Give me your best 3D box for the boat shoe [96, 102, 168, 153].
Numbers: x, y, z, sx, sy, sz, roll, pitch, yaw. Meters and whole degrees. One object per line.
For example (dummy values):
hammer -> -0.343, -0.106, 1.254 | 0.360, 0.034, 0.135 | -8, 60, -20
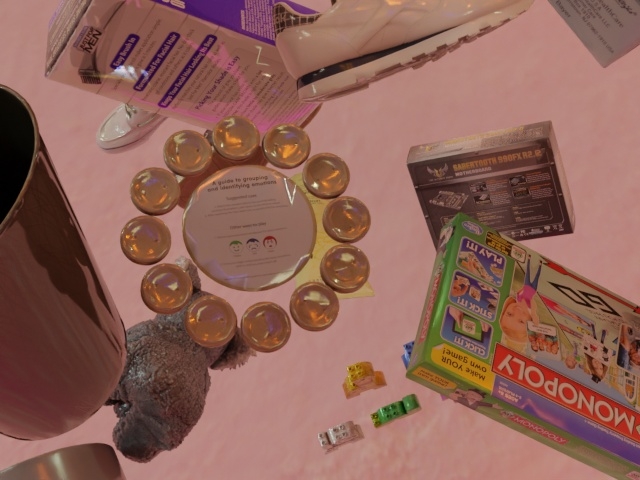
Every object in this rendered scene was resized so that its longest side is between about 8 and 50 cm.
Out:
boat shoe -> -0.283, -0.223, 1.699 | 0.226, 0.076, 0.083 | -34, 65, 12

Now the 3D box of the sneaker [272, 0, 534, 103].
sneaker -> 0.075, -0.199, 0.921 | 0.235, 0.090, 0.095 | -20, 88, -7

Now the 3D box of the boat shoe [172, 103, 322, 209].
boat shoe -> -0.124, -0.162, 1.622 | 0.285, 0.092, 0.103 | -42, 141, -2

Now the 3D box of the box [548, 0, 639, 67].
box -> 0.176, -0.189, 0.583 | 0.137, 0.072, 0.126 | -41, 91, -25

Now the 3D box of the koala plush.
koala plush -> -0.189, 0.146, 1.371 | 0.203, 0.221, 0.196 | -23, 109, 49

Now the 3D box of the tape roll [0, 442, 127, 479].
tape roll -> -0.350, 0.337, 1.324 | 0.219, 0.219, 0.072 | -29, 68, 6

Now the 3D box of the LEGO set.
LEGO set -> 0.083, 0.183, 1.314 | 0.227, 0.093, 0.087 | -24, 68, 8

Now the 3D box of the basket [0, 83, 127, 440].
basket -> -0.230, 0.037, 0.699 | 0.204, 0.227, 0.154 | -41, 59, -12

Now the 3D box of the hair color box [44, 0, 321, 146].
hair color box -> -0.158, -0.247, 1.349 | 0.338, 0.110, 0.185 | 14, 142, -30

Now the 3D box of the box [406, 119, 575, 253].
box -> 0.271, -0.081, 1.670 | 0.231, 0.056, 0.183 | -10, 122, 21

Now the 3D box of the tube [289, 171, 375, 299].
tube -> 0.000, 0.000, 1.291 | 0.070, 0.240, 0.062 | -40, 122, 17

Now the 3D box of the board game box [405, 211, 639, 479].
board game box -> 0.263, 0.126, 1.185 | 0.317, 0.214, 0.046 | 27, 141, -10

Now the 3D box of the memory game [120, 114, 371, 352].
memory game -> -0.053, -0.007, 0.768 | 0.186, 0.012, 0.186 | 3, 70, -8
